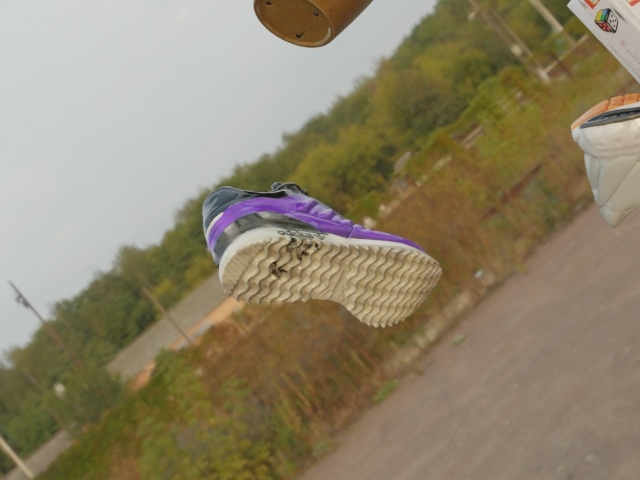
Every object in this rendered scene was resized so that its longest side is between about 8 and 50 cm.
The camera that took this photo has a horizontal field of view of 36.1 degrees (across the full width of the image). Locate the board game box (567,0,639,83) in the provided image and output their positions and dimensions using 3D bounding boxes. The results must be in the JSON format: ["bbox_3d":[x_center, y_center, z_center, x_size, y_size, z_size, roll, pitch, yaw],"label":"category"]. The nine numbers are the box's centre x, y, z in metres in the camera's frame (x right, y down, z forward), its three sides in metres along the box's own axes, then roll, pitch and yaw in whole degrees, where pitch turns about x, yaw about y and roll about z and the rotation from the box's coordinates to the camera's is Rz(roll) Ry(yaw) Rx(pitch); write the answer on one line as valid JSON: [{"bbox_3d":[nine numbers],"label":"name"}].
[{"bbox_3d":[0.419,-0.242,1.023,0.305,0.193,0.053,-33,-12,-32],"label":"board game box"}]

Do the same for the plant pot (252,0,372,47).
[{"bbox_3d":[0.011,-0.400,1.351,0.254,0.237,0.237,-69,10,-22],"label":"plant pot"}]

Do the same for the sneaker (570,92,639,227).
[{"bbox_3d":[0.357,-0.074,0.846,0.262,0.121,0.099,-6,21,26],"label":"sneaker"}]

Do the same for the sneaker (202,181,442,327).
[{"bbox_3d":[0.000,-0.001,1.039,0.293,0.146,0.102,14,-61,-40],"label":"sneaker"}]
